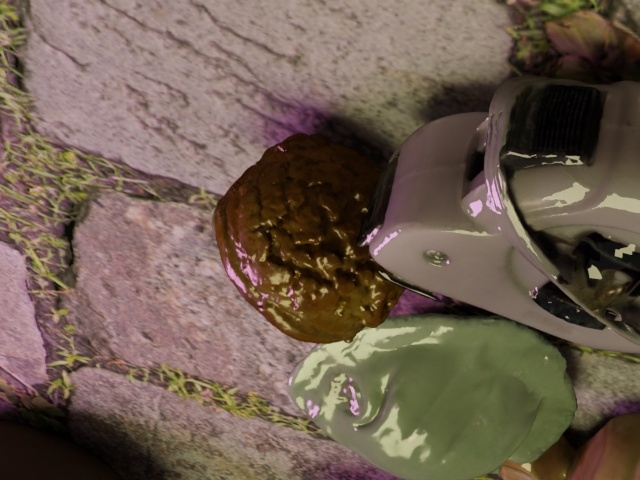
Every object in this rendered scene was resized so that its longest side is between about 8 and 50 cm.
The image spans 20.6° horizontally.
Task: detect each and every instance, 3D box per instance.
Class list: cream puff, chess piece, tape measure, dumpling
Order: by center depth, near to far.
[{"bbox_3d":[0.166,-0.014,1.019,0.236,0.120,0.197,21,150,-11],"label":"tape measure"},{"bbox_3d":[0.002,-0.004,1.133,0.103,0.126,0.144,-29,136,36],"label":"cream puff"},{"bbox_3d":[0.086,0.102,1.307,0.219,0.152,0.108,12,-162,-17],"label":"dumpling"},{"bbox_3d":[0.249,0.192,1.347,0.137,0.137,0.301,40,157,-33],"label":"chess piece"}]

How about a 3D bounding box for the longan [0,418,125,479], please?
[{"bbox_3d":[-0.325,0.350,1.772,0.361,0.361,0.361,15,152,9],"label":"longan"}]
